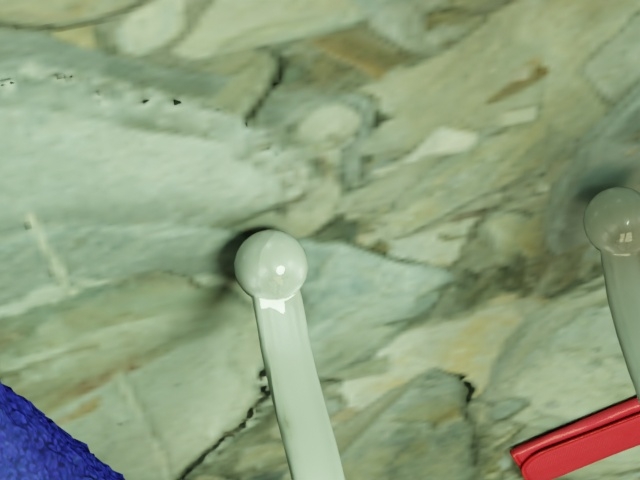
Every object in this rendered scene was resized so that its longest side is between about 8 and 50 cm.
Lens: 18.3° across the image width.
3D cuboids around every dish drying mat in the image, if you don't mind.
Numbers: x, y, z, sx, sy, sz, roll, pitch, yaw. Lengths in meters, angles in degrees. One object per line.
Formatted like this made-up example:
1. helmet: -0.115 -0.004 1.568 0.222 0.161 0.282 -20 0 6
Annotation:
1. dish drying mat: 0.113 0.071 0.740 0.083 0.008 0.032 -23 147 7

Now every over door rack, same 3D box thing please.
1. over door rack: 0.000 0.000 0.520 0.239 0.108 0.324 -8 131 -14

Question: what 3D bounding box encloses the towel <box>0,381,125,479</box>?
1. towel: -0.094 0.140 0.489 0.227 0.076 0.308 -28 131 18
